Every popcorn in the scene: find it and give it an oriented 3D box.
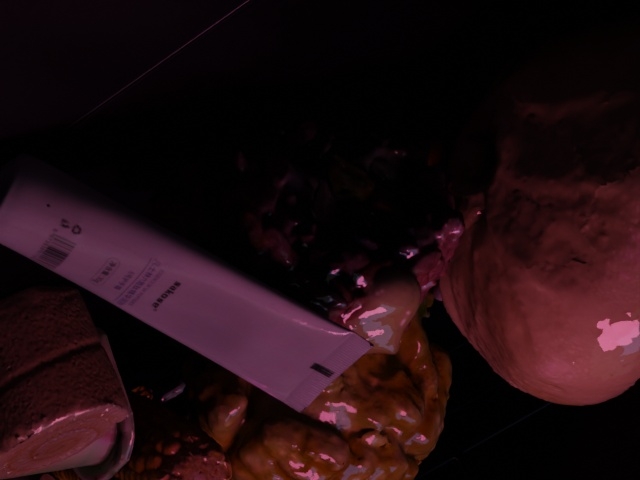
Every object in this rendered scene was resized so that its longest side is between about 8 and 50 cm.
[{"bbox_3d":[0.009,0.168,2.011,0.335,0.279,0.274,-4,137,-24],"label":"popcorn"}]

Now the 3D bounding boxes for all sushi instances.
[{"bbox_3d":[0.000,0.000,1.534,0.270,0.236,0.171,-6,146,-43],"label":"sushi"}]

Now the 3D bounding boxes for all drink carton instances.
[{"bbox_3d":[-0.289,0.183,1.826,0.142,0.144,0.146,-5,154,-38],"label":"drink carton"}]

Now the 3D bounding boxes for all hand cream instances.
[{"bbox_3d":[-0.120,0.036,1.393,0.109,0.320,0.067,-46,-160,40],"label":"hand cream"}]

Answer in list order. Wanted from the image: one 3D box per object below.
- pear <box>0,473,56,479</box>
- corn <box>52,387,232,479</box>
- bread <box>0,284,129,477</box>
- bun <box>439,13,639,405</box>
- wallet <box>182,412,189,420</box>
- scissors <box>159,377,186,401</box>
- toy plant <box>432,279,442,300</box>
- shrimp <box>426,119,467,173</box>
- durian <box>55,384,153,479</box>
[{"bbox_3d":[-0.404,0.348,1.954,0.271,0.271,0.271,-24,164,-7],"label":"pear"},{"bbox_3d":[-0.207,0.232,1.946,0.130,0.130,0.347,-19,-168,-26],"label":"corn"},{"bbox_3d":[-0.271,0.131,1.675,0.148,0.141,0.134,-35,158,24],"label":"bread"},{"bbox_3d":[0.218,-0.043,1.612,0.202,0.364,0.364,18,147,-17],"label":"bun"},{"bbox_3d":[-0.064,0.202,2.382,0.335,0.068,0.275,-40,164,22],"label":"wallet"},{"bbox_3d":[-0.106,0.140,2.178,0.212,0.021,0.110,-29,158,9],"label":"scissors"},{"bbox_3d":[0.211,-0.037,1.920,0.243,0.112,0.232,-42,169,-47],"label":"toy plant"},{"bbox_3d":[0.104,-0.046,1.869,0.152,0.063,0.287,-34,169,-27],"label":"shrimp"},{"bbox_3d":[-0.259,0.255,2.191,0.182,0.165,0.132,-11,-137,49],"label":"durian"}]
